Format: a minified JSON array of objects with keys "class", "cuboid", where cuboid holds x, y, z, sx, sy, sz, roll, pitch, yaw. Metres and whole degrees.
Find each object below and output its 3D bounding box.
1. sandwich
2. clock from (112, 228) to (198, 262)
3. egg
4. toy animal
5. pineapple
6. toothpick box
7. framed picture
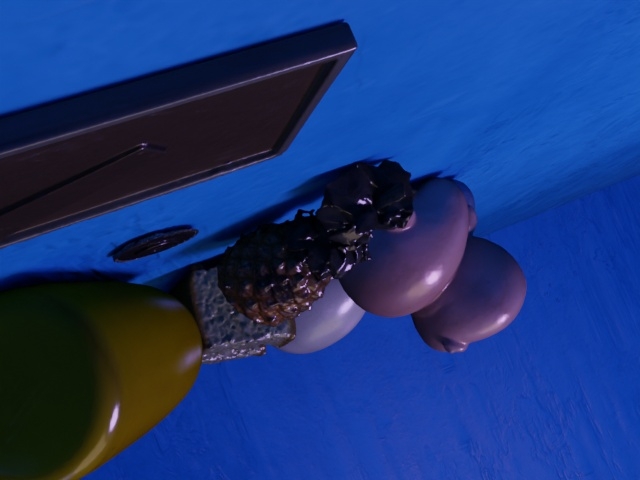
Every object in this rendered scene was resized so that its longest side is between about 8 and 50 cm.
[{"class":"sandwich","cuboid":[-0.136,0.099,1.111,0.122,0.128,0.235,-10,168,-25]},{"class":"clock","cuboid":[-0.151,0.004,0.785,0.083,0.010,0.074,-15,170,-43]},{"class":"egg","cuboid":[-0.009,0.089,1.311,0.209,0.151,0.151,-31,171,19]},{"class":"toy animal","cuboid":[0.142,0.042,1.113,0.229,0.221,0.210,-18,168,-37]},{"class":"pineapple","cuboid":[0.000,0.000,0.872,0.237,0.111,0.119,-36,-161,32]},{"class":"toothpick box","cuboid":[-0.221,0.123,0.831,0.175,0.175,0.271,-23,176,12]},{"class":"framed picture","cuboid":[-0.124,-0.042,0.482,0.265,0.018,0.192,-20,173,-18]}]
